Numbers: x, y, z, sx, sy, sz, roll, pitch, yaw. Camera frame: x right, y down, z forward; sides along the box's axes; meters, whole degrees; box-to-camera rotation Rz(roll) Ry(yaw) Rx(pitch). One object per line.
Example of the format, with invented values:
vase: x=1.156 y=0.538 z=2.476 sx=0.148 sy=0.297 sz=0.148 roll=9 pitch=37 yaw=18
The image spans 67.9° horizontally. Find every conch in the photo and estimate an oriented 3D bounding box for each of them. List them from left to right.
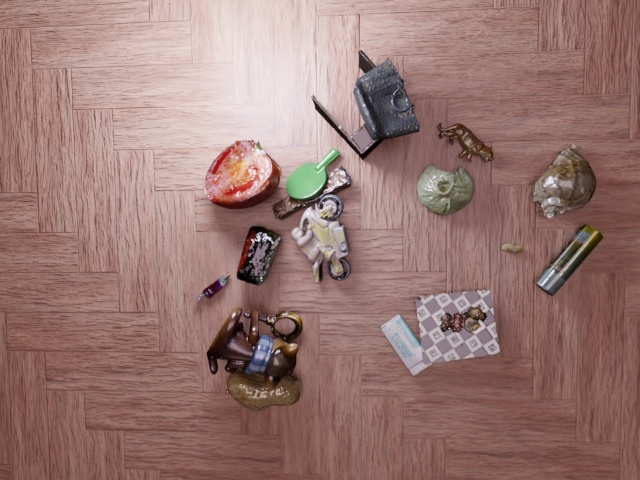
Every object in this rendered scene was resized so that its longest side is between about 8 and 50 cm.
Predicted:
conch: x=0.903 y=-0.209 z=1.723 sx=0.210 sy=0.159 sz=0.291 roll=25 pitch=93 yaw=4

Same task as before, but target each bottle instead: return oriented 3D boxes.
bottle: x=0.927 y=0.076 z=1.776 sx=0.082 sy=0.082 sz=0.286 roll=39 pitch=95 yaw=1

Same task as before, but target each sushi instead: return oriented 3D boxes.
sushi: x=-0.237 y=0.059 z=1.843 sx=0.126 sy=0.136 sz=0.225 roll=16 pitch=88 yaw=1
sushi: x=0.521 y=0.326 z=1.837 sx=0.290 sy=0.050 sz=0.264 roll=-8 pitch=86 yaw=6

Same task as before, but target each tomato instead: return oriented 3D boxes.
tomato: x=-0.277 y=-0.222 z=1.813 sx=0.309 sy=0.170 sz=0.309 roll=-13 pitch=63 yaw=27

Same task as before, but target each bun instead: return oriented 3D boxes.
bun: x=0.469 y=-0.199 z=1.775 sx=0.212 sy=0.126 sz=0.204 roll=-27 pitch=93 yaw=5

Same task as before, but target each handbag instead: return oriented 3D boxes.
handbag: x=0.219 y=-0.466 z=1.613 sx=0.175 sy=0.088 sz=0.270 roll=-22 pitch=89 yaw=-1

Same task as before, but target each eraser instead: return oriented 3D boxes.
eraser: x=0.334 y=0.407 z=1.858 sx=0.095 sy=0.052 sz=0.225 roll=-34 pitch=89 yaw=3

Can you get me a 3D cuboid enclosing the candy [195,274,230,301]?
candy: x=-0.428 y=0.193 z=1.909 sx=0.175 sy=0.045 sz=0.043 roll=-36 pitch=103 yaw=6

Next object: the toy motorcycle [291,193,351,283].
toy motorcycle: x=0.000 y=0.000 z=1.828 sx=0.223 sy=0.108 sz=0.340 roll=-8 pitch=102 yaw=13

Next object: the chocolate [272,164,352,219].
chocolate: x=-0.032 y=-0.176 z=1.844 sx=0.329 sy=0.065 sz=0.102 roll=-27 pitch=55 yaw=4

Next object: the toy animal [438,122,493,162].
toy animal: x=0.547 y=-0.370 z=1.797 sx=0.099 sy=0.057 sz=0.241 roll=-45 pitch=88 yaw=-1

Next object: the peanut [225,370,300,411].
peanut: x=-0.224 y=0.594 z=1.874 sx=0.291 sy=0.143 sz=0.159 roll=3 pitch=125 yaw=-1

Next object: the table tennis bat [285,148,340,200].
table tennis bat: x=-0.024 y=-0.258 z=1.832 sx=0.257 sy=0.039 sz=0.160 roll=-45 pitch=57 yaw=-4

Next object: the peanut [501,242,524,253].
peanut: x=0.735 y=0.032 z=1.813 sx=0.083 sy=0.037 sz=0.037 roll=14 pitch=94 yaw=-1

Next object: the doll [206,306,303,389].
doll: x=-0.248 y=0.402 z=1.828 sx=0.340 sy=0.209 sz=0.318 roll=21 pitch=93 yaw=0

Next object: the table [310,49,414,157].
table: x=0.151 y=-0.490 z=1.747 sx=0.250 sy=0.196 sz=0.282 roll=-42 pitch=89 yaw=7
